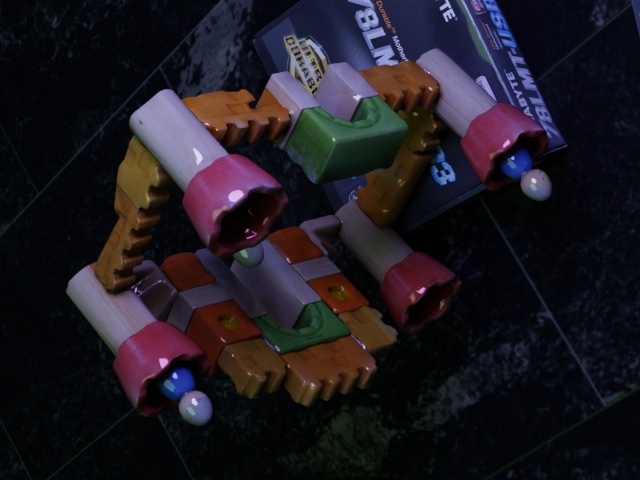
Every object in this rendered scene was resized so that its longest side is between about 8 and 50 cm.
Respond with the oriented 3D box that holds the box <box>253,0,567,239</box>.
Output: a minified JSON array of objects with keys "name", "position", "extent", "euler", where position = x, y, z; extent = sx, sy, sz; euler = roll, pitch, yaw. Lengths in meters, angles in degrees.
[{"name":"box","position":[0.093,-0.169,1.853],"extent":[0.293,0.073,0.295],"euler":[-30,83,43]}]

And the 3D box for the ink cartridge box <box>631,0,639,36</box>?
[{"name":"ink cartridge box","position":[0.404,-0.146,1.587],"extent":[0.165,0.065,0.333],"euler":[-12,95,42]}]

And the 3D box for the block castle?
[{"name":"block castle","position":[0.000,0.000,1.637],"extent":[0.213,0.453,0.303],"euler":[48,130,26]}]
